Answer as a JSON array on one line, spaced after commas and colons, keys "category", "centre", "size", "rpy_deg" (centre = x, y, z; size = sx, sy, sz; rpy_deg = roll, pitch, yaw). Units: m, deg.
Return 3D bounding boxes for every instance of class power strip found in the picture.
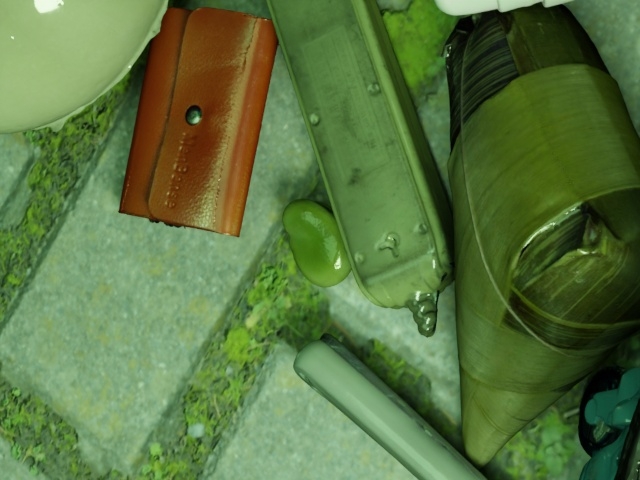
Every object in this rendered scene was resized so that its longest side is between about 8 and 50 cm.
[{"category": "power strip", "centre": [0.040, -0.096, 1.593], "size": [0.092, 0.066, 0.387], "rpy_deg": [-26, 69, 24]}]

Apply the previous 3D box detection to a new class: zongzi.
[{"category": "zongzi", "centre": [0.145, -0.005, 1.489], "size": [0.317, 0.154, 0.289], "rpy_deg": [-54, 43, 41]}]

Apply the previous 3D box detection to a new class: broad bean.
[{"category": "broad bean", "centre": [0.000, 0.000, 1.614], "size": [0.063, 0.045, 0.083], "rpy_deg": [-33, 76, 25]}]

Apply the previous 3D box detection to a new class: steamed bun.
[{"category": "steamed bun", "centre": [-0.321, -0.294, 1.715], "size": [0.374, 0.241, 0.374], "rpy_deg": [-11, 68, 29]}]

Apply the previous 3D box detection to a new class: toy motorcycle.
[{"category": "toy motorcycle", "centre": [0.253, 0.218, 1.383], "size": [0.182, 0.123, 0.272], "rpy_deg": [-25, 58, 57]}]

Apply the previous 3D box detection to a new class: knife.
[{"category": "knife", "centre": [0.079, 0.175, 1.531], "size": [0.040, 0.073, 0.265], "rpy_deg": [-42, 63, -15]}]

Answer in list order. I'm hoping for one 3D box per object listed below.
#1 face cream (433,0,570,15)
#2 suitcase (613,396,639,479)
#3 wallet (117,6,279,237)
[{"category": "face cream", "centre": [0.241, -0.247, 1.390], "size": [0.345, 0.102, 0.102], "rpy_deg": [-16, 75, 5]}, {"category": "suitcase", "centre": [0.351, 0.221, 1.193], "size": [0.345, 0.188, 0.339], "rpy_deg": [16, 74, 8]}, {"category": "wallet", "centre": [-0.114, -0.112, 1.694], "size": [0.142, 0.045, 0.204], "rpy_deg": [11, 90, 33]}]
